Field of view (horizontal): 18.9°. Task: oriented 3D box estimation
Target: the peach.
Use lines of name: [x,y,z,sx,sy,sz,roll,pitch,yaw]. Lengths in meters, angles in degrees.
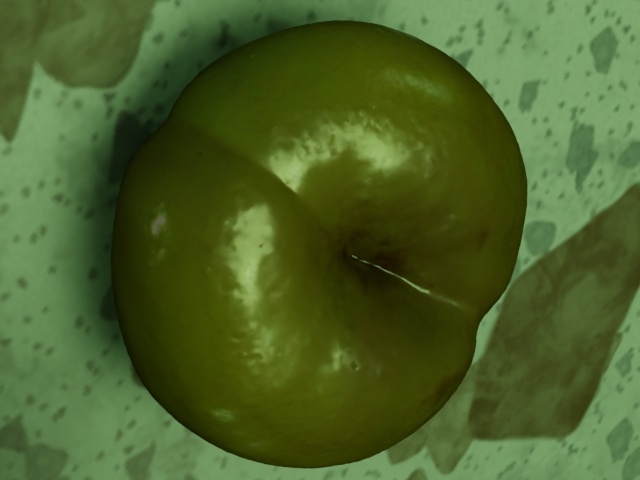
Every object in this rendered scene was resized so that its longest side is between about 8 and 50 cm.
peach: [0.000,0.000,1.033,0.251,0.153,0.251,-26,128,-39]
